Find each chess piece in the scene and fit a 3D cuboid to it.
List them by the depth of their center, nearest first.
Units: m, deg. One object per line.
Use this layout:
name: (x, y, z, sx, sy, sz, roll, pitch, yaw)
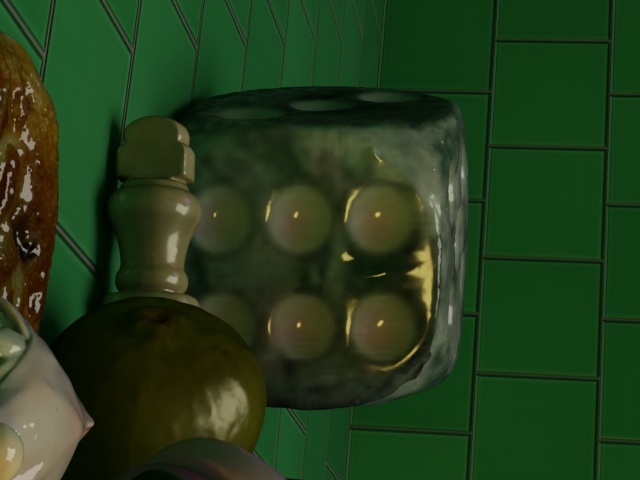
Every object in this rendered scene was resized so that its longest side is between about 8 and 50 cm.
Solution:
chess piece: (-0.171, 0.070, 1.631, 0.117, 0.117, 0.397, 49, 42, -76)

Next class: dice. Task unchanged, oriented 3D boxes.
dice: (0.000, 0.000, 1.949, 0.348, 0.328, 0.330, -57, 147, -72)

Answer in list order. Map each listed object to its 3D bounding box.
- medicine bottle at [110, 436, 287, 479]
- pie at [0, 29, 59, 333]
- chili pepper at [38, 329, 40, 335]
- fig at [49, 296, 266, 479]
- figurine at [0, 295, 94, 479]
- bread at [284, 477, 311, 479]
medicine bottle: (-0.153, 0.282, 1.046, 0.325, 0.212, 0.212, -26, 124, -41)
pie: (-0.257, -0.016, 1.150, 0.315, 0.092, 0.315, 3, 90, -79)
chili pepper: (-0.251, 0.056, 1.403, 0.083, 0.017, 0.030, 82, 15, -48)
fig: (-0.157, 0.158, 1.464, 0.230, 0.207, 0.207, 113, -9, -48)
figurine: (-0.248, 0.143, 0.968, 0.276, 0.200, 0.133, -41, 121, -39)
bread: (-0.061, 0.367, 1.596, 0.191, 0.370, 0.314, 33, 65, -51)
